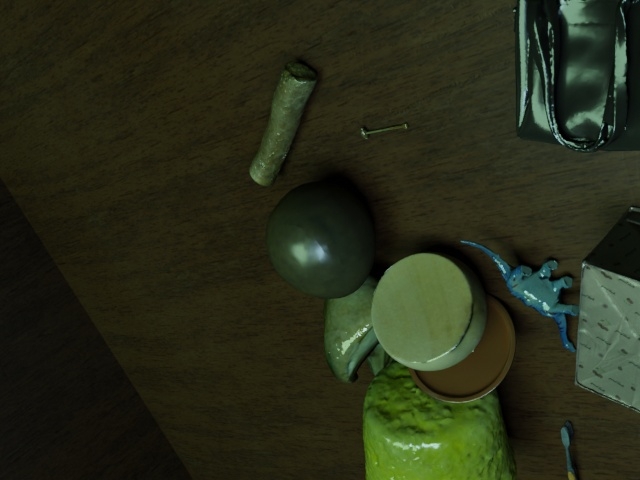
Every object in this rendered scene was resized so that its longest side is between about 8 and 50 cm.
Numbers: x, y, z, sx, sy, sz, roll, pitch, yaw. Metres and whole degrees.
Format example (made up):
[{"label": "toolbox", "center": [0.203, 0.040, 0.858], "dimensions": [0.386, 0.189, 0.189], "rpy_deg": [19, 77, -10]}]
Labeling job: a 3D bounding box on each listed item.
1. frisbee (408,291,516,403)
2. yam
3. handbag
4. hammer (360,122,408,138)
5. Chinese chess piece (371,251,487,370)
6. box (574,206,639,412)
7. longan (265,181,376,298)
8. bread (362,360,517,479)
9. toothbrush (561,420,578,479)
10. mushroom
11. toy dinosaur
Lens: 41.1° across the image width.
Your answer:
[{"label": "frisbee", "center": [0.295, 0.221, 1.808], "dimensions": [0.251, 0.251, 0.021], "rpy_deg": [16, 170, 37]}, {"label": "yam", "center": [-0.091, -0.251, 1.902], "dimensions": [0.081, 0.081, 0.356], "rpy_deg": [41, 140, 12]}, {"label": "handbag", "center": [0.431, -0.268, 1.323], "dimensions": [0.285, 0.113, 0.257], "rpy_deg": [11, 122, 41]}, {"label": "hammer", "center": [0.130, -0.227, 1.748], "dimensions": [0.123, 0.014, 0.029], "rpy_deg": [-4, 127, 45]}, {"label": "Chinese chess piece", "center": [0.228, 0.148, 1.794], "dimensions": [0.251, 0.251, 0.097], "rpy_deg": [19, 177, 35]}, {"label": "box", "center": [0.577, 0.132, 1.446], "dimensions": [0.225, 0.190, 0.297], "rpy_deg": [21, 134, 36]}, {"label": "longan", "center": [0.000, 0.000, 1.888], "dimensions": [0.258, 0.258, 0.258], "rpy_deg": [27, 138, 28]}, {"label": "bread", "center": [0.261, 0.438, 1.911], "dimensions": [0.348, 0.348, 0.307], "rpy_deg": [18, 131, 36]}, {"label": "toothbrush", "center": [0.571, 0.534, 1.929], "dimensions": [0.023, 0.031, 0.321], "rpy_deg": [13, 129, 41]}, {"label": "mushroom", "center": [0.060, 0.204, 2.037], "dimensions": [0.217, 0.212, 0.292], "rpy_deg": [38, 161, 30]}, {"label": "toy dinosaur", "center": [0.427, 0.093, 1.666], "dimensions": [0.329, 0.076, 0.144], "rpy_deg": [43, 151, -8]}]
